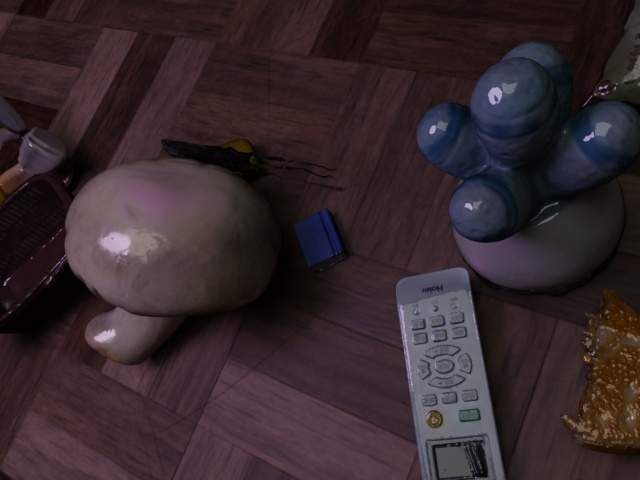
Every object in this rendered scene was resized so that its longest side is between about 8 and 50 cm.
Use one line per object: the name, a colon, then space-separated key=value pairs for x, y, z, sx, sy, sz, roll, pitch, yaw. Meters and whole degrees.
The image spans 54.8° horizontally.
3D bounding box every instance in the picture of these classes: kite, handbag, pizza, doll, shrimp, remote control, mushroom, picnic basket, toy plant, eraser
kite: x=-0.103 y=-0.119 z=0.975 sx=0.286 sy=0.152 sz=0.015 roll=11 pitch=82 yaw=3
handbag: x=0.490 y=-0.238 z=0.801 sx=0.235 sy=0.127 sz=0.212 roll=21 pitch=77 yaw=27
pizza: x=0.369 y=0.152 z=0.735 sx=0.188 sy=0.062 sz=0.198 roll=-8 pitch=59 yaw=7
doll: x=-0.687 y=-0.098 z=1.186 sx=0.423 sy=0.161 sz=0.347 roll=-20 pitch=101 yaw=7
shrimp: x=-0.578 y=-0.139 z=1.274 sx=0.190 sy=0.042 sz=0.101 roll=8 pitch=84 yaw=25
remote control: x=0.169 y=0.183 z=0.814 sx=0.103 sy=0.051 sz=0.293 roll=-12 pitch=68 yaw=19
mushroom: x=-0.245 y=0.003 z=0.932 sx=0.356 sy=0.315 sz=0.315 roll=-18 pitch=63 yaw=16
picnic basket: x=-0.521 y=0.040 z=1.128 sx=0.297 sy=0.129 sz=0.222 roll=-43 pitch=61 yaw=3
toy plant: x=0.241 y=-0.089 z=0.732 sx=0.247 sy=0.332 sz=0.247 roll=-10 pitch=64 yaw=21
eraser: x=0.000 y=0.000 z=0.975 sx=0.063 sy=0.027 sz=0.084 roll=-27 pitch=60 yaw=10

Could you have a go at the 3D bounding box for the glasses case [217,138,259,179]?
glasses case: x=-0.217 y=-0.106 z=1.093 sx=0.234 sy=0.064 sz=0.079 roll=-26 pitch=69 yaw=10
